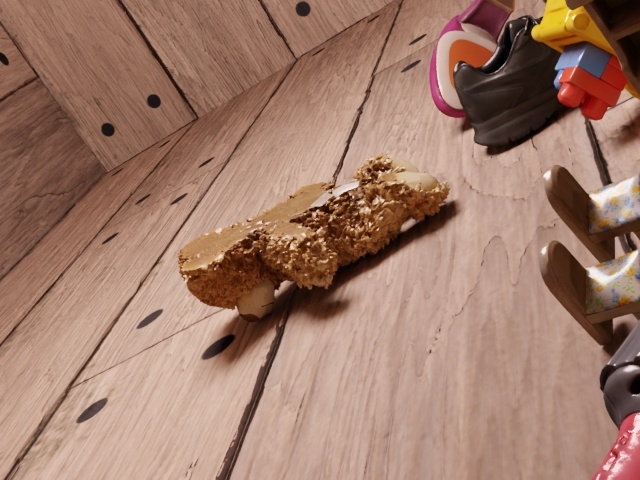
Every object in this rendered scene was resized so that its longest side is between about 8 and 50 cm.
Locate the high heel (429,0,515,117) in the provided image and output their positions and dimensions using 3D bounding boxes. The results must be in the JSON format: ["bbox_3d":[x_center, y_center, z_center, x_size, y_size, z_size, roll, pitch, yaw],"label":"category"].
[{"bbox_3d":[0.219,-0.255,1.587,0.181,0.127,0.377,-58,0,42],"label":"high heel"}]

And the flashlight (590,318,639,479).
[{"bbox_3d":[0.129,0.146,0.497,0.103,0.103,0.304,-17,24,52],"label":"flashlight"}]

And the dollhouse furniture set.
[{"bbox_3d":[0.253,-0.084,0.700,0.212,0.161,0.242,-21,40,35],"label":"dollhouse furniture set"}]

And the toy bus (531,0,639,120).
[{"bbox_3d":[0.341,-0.219,1.079,0.149,0.220,0.212,-161,94,-78],"label":"toy bus"}]

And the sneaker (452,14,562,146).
[{"bbox_3d":[0.295,-0.234,1.249,0.286,0.130,0.109,-32,14,1],"label":"sneaker"}]

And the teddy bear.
[{"bbox_3d":[0.000,0.000,1.216,0.338,0.113,0.245,-31,21,-19],"label":"teddy bear"}]
